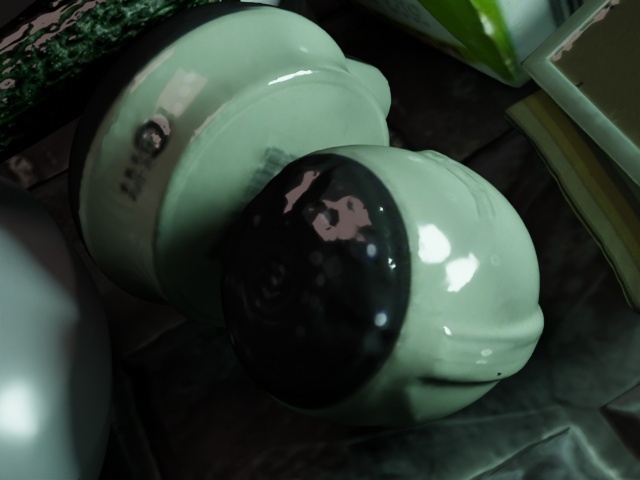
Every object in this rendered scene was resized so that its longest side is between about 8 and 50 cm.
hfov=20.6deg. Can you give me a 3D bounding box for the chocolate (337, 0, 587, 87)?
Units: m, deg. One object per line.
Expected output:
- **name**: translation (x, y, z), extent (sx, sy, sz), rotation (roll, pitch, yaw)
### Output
- **chocolate**: translation (0.136, -0.264, 1.237), extent (0.301, 0.137, 0.289), rotation (-37, 38, -14)

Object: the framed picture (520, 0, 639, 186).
- **framed picture**: translation (0.261, -0.141, 0.989), extent (0.273, 0.016, 0.216), rotation (-43, 39, 8)

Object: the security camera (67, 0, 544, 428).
- **security camera**: translation (0.000, 0.000, 0.992), extent (0.277, 0.191, 0.197), rotation (39, 108, 38)

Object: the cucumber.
- **cucumber**: translation (-0.157, -0.107, 1.048), extent (0.241, 0.074, 0.074), rotation (-37, 38, -9)

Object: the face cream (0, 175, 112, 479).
- **face cream**: translation (-0.271, 0.122, 1.027), extent (0.312, 0.219, 0.357), rotation (-20, 39, 12)

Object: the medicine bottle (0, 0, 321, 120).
- **medicine bottle**: translation (-0.146, -0.213, 1.182), extent (0.213, 0.379, 0.213), rotation (-19, 39, 16)

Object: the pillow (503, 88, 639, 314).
- **pillow**: translation (0.234, -0.069, 1.025), extent (0.212, 0.052, 0.208), rotation (-29, 42, 4)
